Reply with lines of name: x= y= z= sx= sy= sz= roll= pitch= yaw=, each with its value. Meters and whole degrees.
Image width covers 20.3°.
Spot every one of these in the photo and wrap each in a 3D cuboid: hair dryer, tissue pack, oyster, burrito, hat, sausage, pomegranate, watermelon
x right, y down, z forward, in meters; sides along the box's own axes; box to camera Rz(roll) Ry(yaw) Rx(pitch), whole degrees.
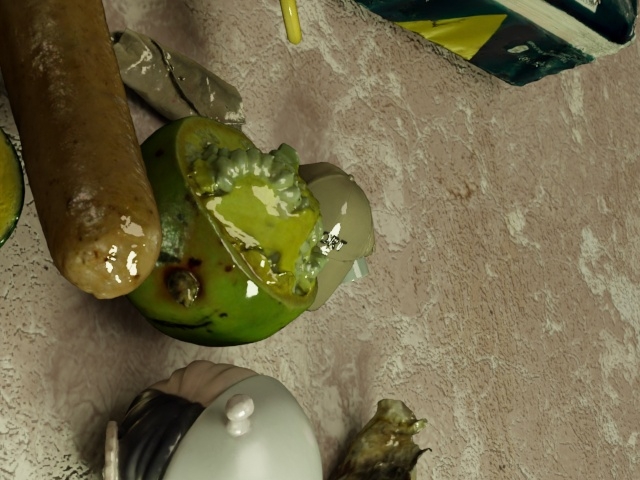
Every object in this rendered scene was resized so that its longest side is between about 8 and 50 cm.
hair dryer: x=-0.002 y=0.026 z=2.250 sx=0.137 sy=0.047 sz=0.082 roll=-26 pitch=100 yaw=-42
tissue pack: x=0.231 y=-0.412 z=2.464 sx=0.417 sy=0.253 sz=0.264 roll=20 pitch=65 yaw=-45
oyster: x=0.063 y=0.343 z=2.153 sx=0.100 sy=0.271 sz=0.275 roll=20 pitch=95 yaw=-14
burrito: x=-0.167 y=-0.177 z=2.087 sx=0.226 sy=0.060 sz=0.087 roll=31 pitch=64 yaw=-43
hat: x=0.000 y=0.000 z=2.182 sx=0.147 sy=0.085 sz=0.175 roll=31 pitch=57 yaw=-6
sausage: x=-0.269 y=-0.167 z=1.870 sx=0.123 sy=0.136 sz=0.500 roll=-11 pitch=68 yaw=-11
pomegranate: x=-0.112 y=-0.015 z=1.994 sx=0.340 sy=0.260 sz=0.260 roll=-59 pitch=130 yaw=-75
watermelon: x=-0.345 y=-0.055 z=1.837 sx=0.092 sy=0.075 sz=0.181 roll=10 pitch=75 yaw=-44

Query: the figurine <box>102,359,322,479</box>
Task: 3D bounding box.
figurine: x=-0.080 y=0.292 z=1.955 sx=0.361 sy=0.211 sz=0.253 roll=63 pitch=34 yaw=-26

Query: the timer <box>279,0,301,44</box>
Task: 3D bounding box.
timer: x=-0.080 y=-0.453 z=2.073 sx=0.376 sy=0.376 sz=0.387 roll=-52 pitch=144 yaw=-42
